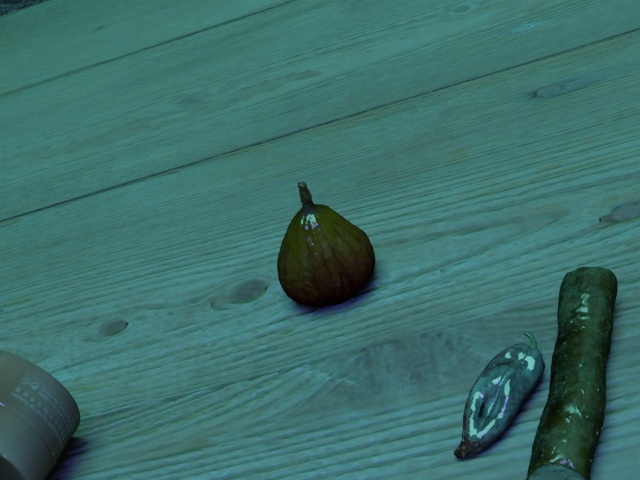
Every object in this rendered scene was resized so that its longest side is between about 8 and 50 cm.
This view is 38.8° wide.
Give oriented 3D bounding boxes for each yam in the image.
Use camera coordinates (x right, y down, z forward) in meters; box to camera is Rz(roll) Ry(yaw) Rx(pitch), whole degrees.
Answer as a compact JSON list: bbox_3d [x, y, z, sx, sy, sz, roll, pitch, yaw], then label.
[{"bbox_3d":[0.243,0.127,0.860,0.061,0.061,0.253,-1,42,26],"label":"yam"}]

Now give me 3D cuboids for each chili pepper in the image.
[{"bbox_3d":[0.176,0.147,0.884,0.153,0.041,0.050,-46,27,-28],"label":"chili pepper"}]

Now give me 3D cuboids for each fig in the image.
[{"bbox_3d":[0.010,0.010,1.067,0.119,0.153,0.119,5,54,-7],"label":"fig"}]

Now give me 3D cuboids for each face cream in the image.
[{"bbox_3d":[-0.352,0.204,0.991,0.149,0.149,0.104,-1,40,26],"label":"face cream"}]
